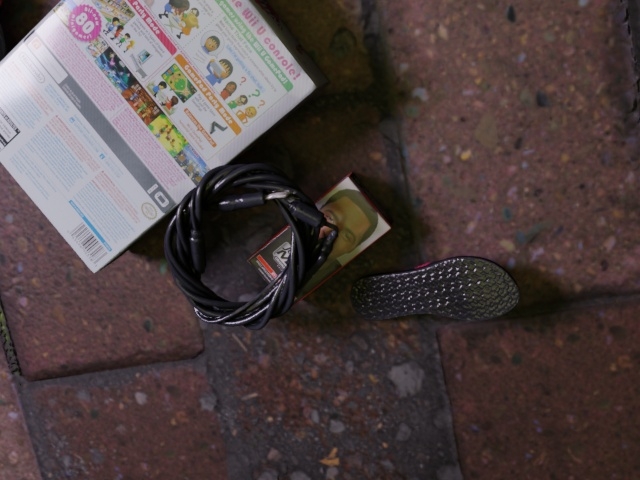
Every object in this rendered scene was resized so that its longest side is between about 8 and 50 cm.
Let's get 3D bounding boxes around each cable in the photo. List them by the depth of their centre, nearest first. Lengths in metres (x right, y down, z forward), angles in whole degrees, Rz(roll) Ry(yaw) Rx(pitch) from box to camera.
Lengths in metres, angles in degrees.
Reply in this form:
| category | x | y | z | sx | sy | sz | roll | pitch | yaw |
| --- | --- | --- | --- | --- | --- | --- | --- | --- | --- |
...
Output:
| category | x | y | z | sx | sy | sz | roll | pitch | yaw |
| --- | --- | --- | --- | --- | --- | --- | --- | --- | --- |
| cable | -0.082 | 0.012 | 0.740 | 0.151 | 0.047 | 0.184 | 34 | 116 | -18 |

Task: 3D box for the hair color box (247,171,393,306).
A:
| category | x | y | z | sx | sy | sz | roll | pitch | yaw |
| --- | --- | --- | --- | --- | --- | --- | --- | --- | --- |
| hair color box | 0.000 | 0.000 | 0.787 | 0.141 | 0.043 | 0.072 | -40 | 93 | 14 |

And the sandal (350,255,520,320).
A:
| category | x | y | z | sx | sy | sz | roll | pitch | yaw |
| --- | --- | --- | --- | --- | --- | --- | --- | --- | --- |
| sandal | 0.120 | 0.050 | 0.786 | 0.179 | 0.040 | 0.067 | -6 | 96 | 25 |

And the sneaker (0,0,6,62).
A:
| category | x | y | z | sx | sy | sz | roll | pitch | yaw |
| --- | --- | --- | --- | --- | --- | --- | --- | --- | --- |
| sneaker | -0.452 | -0.181 | 0.792 | 0.276 | 0.097 | 0.135 | -17 | 97 | 11 |

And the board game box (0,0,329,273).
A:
| category | x | y | z | sx | sy | sz | roll | pitch | yaw |
| --- | --- | --- | --- | --- | --- | --- | --- | --- | --- |
| board game box | -0.178 | -0.149 | 0.757 | 0.303 | 0.097 | 0.224 | -37 | 95 | 16 |
